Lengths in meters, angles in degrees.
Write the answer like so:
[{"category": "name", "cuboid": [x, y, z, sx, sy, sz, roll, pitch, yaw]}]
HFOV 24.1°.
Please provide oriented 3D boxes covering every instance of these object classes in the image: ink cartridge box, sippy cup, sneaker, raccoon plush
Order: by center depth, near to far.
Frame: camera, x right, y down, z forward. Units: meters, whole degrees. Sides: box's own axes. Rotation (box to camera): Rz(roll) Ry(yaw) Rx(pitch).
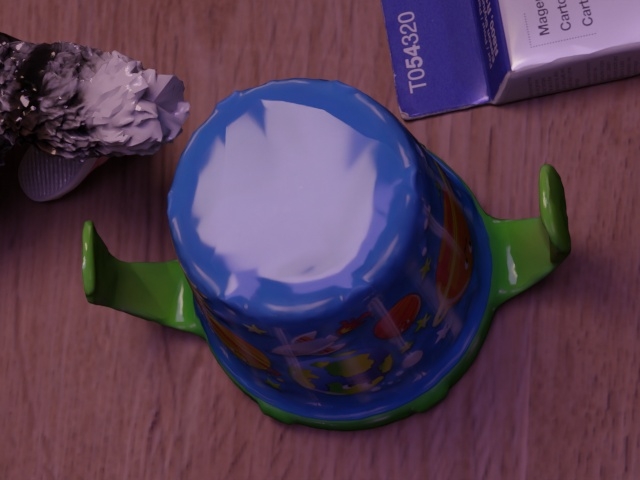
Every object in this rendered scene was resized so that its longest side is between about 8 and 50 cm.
[{"category": "sippy cup", "cuboid": [0.000, 0.000, 1.044, 0.305, 0.224, 0.240, -40, 69, -2]}, {"category": "raccoon plush", "cuboid": [-0.338, -0.029, 1.077, 0.446, 0.216, 0.299, 12, 78, 44]}, {"category": "ink cartridge box", "cuboid": [0.195, -0.280, 1.177, 0.330, 0.071, 0.324, -11, 71, 6]}, {"category": "sneaker", "cuboid": [-0.180, -0.078, 1.203, 0.134, 0.070, 0.051, -40, 76, 28]}]
